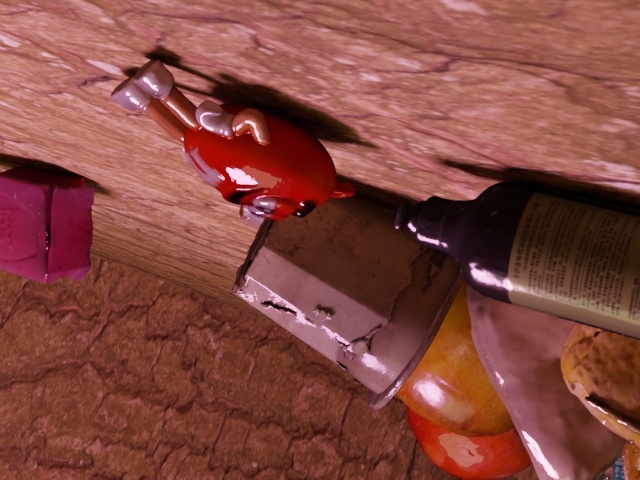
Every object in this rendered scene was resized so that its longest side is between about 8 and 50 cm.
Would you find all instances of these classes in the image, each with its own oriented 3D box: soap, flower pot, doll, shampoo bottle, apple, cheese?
[{"bbox_3d":[-0.458,-0.029,2.074,0.250,0.162,0.099,12,-162,41],"label":"soap"},{"bbox_3d":[0.024,0.042,1.406,0.202,0.212,0.212,27,171,-8],"label":"flower pot"},{"bbox_3d":[-0.075,-0.079,1.168,0.217,0.085,0.183,30,168,-15],"label":"doll"},{"bbox_3d":[0.191,0.010,1.097,0.283,0.101,0.101,15,172,24],"label":"shampoo bottle"},{"bbox_3d":[0.188,0.122,1.637,0.237,0.208,0.237,29,-172,-4],"label":"apple"},{"bbox_3d":[0.270,0.267,2.215,0.206,0.252,0.272,-11,143,38],"label":"apple"},{"bbox_3d":[0.277,0.099,1.412,0.248,0.251,0.173,53,-165,12],"label":"cheese"}]

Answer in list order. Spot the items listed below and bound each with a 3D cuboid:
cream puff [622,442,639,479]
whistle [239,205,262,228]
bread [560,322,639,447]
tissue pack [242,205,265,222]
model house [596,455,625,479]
[{"bbox_3d":[0.412,0.243,1.281,0.244,0.244,0.196,11,126,44],"label":"cream puff"},{"bbox_3d":[0.000,0.000,1.646,0.220,0.057,0.107,25,173,-28],"label":"whistle"},{"bbox_3d":[0.318,0.103,1.196,0.197,0.170,0.197,33,176,3],"label":"bread"},{"bbox_3d":[-0.044,-0.036,1.543,0.083,0.042,0.062,18,171,-1],"label":"tissue pack"},{"bbox_3d":[0.558,0.335,2.006,0.312,0.245,0.280,10,178,11],"label":"model house"}]
